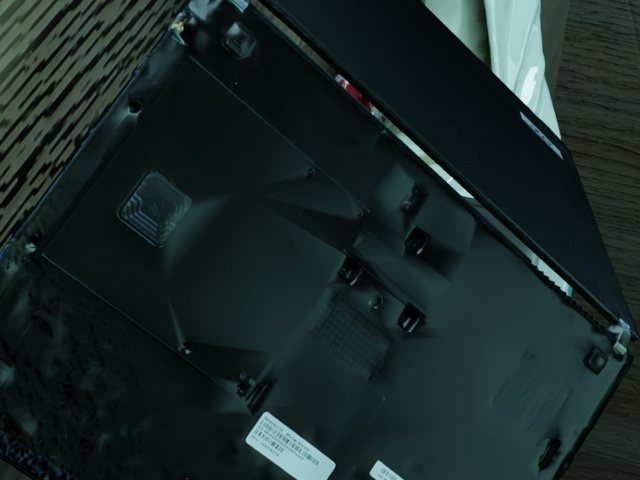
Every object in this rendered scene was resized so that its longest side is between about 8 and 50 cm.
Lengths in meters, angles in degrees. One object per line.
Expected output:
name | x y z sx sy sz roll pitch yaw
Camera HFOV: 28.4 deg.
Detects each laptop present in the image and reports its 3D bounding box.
laptop | 0.000 0.000 0.506 0.264 0.234 0.136 -56 -155 -10

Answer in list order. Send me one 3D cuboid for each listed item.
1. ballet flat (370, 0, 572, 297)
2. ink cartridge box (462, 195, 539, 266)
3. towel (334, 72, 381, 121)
ballet flat | 0.070 -0.092 0.754 0.139 0.139 0.400 -45 135 -65
ink cartridge box | 0.020 0.076 0.674 0.092 0.160 0.219 2 101 -78
towel | 0.022 -0.030 0.861 0.199 0.031 0.275 67 39 -67
